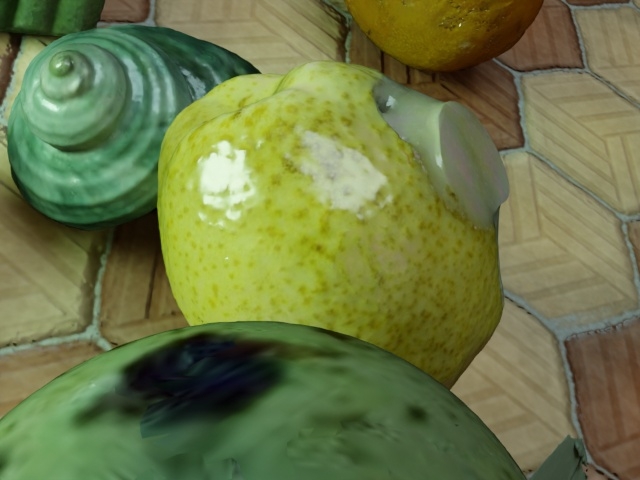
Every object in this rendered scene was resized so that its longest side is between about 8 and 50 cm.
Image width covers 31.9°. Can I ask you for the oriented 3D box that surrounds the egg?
[{"bbox_3d":[-0.055,0.236,0.531,0.345,0.345,0.428,32,48,0],"label":"egg"}]

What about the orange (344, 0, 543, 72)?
[{"bbox_3d":[0.134,-0.303,1.229,0.240,0.240,0.240,16,45,-16],"label":"orange"}]

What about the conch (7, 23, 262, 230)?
[{"bbox_3d":[-0.150,-0.094,0.916,0.220,0.277,0.195,17,81,22],"label":"conch"}]

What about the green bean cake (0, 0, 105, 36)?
[{"bbox_3d":[-0.304,-0.301,1.053,0.222,0.125,0.227,3,48,-24],"label":"green bean cake"}]

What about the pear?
[{"bbox_3d":[0.000,0.000,0.799,0.271,0.271,0.271,16,45,-16],"label":"pear"}]

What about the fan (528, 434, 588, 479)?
[{"bbox_3d":[0.190,0.220,0.860,0.010,0.182,0.310,20,12,30],"label":"fan"}]
